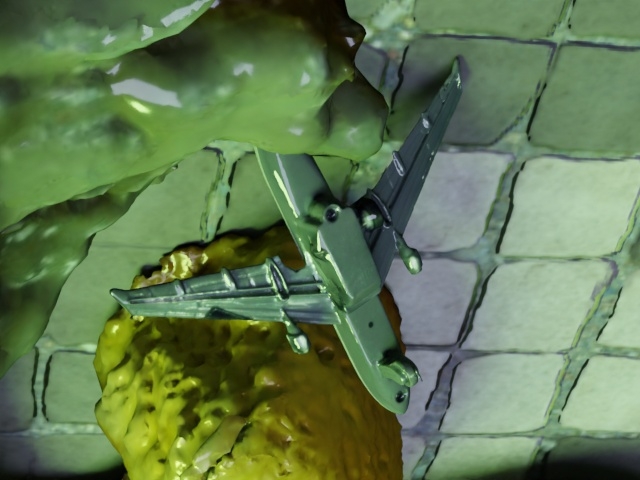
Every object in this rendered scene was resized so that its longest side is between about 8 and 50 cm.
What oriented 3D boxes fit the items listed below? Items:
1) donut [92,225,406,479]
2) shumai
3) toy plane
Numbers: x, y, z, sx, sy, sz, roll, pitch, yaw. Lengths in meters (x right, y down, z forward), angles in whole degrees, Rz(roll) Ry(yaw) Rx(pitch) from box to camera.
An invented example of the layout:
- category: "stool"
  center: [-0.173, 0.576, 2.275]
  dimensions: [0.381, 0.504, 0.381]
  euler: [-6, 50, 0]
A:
- category: "donut"
  center: [-0.141, 0.181, 1.170]
  dimensions: [0.435, 0.163, 0.377]
  euler: [-15, 138, 4]
- category: "shumai"
  center: [-0.149, -0.069, 0.823]
  dimensions: [0.323, 0.324, 0.397]
  euler: [-21, 143, -9]
- category: "toy plane"
  center: [0.001, -0.001, 1.013]
  dimensions: [0.226, 0.058, 0.226]
  euler: [-34, 106, -20]
